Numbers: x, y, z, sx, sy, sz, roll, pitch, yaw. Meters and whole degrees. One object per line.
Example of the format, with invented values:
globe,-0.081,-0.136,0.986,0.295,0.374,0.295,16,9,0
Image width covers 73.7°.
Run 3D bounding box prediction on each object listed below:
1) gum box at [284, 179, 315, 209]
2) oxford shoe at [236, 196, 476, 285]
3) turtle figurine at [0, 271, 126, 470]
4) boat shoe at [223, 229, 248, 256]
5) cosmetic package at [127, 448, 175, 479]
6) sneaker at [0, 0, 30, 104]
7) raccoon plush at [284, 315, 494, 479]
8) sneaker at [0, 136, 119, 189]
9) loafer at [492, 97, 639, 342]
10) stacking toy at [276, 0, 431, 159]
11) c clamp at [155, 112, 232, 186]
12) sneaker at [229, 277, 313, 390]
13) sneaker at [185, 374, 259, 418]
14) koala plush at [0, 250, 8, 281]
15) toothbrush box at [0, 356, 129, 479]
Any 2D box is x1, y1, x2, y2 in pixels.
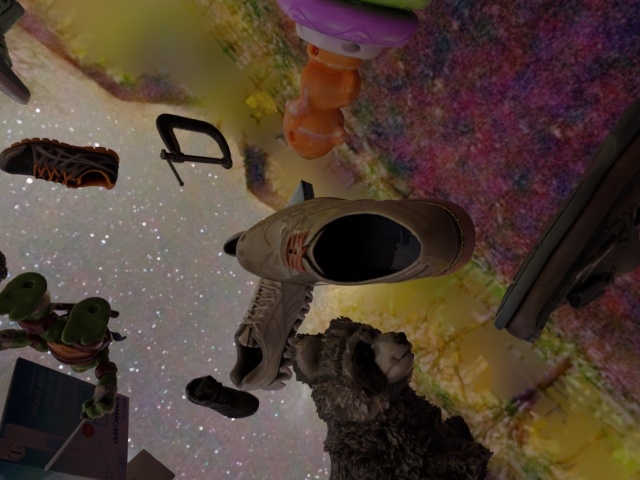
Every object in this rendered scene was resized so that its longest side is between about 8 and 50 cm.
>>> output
gum box,-0.074,-0.055,1.210,0.041,0.184,0.157,20,-148,-23
oxford shoe,0.000,0.000,0.607,0.146,0.396,0.141,-7,-92,-53
turtle figurine,-0.398,0.187,0.620,0.274,0.266,0.198,-29,-110,-39
boat shoe,-0.138,0.003,1.040,0.081,0.227,0.079,-39,-66,-61
cosmetic package,-0.564,0.773,1.213,0.138,0.225,0.224,30,-156,13
sneaker,-0.662,-0.423,0.889,0.256,0.151,0.094,55,155,-18
raccoon plush,0.019,0.330,0.627,0.299,0.446,0.216,38,-175,20
sneaker,-0.513,-0.145,0.851,0.214,0.084,0.083,-5,-118,-32
loafer,0.249,-0.016,0.363,0.084,0.267,0.096,33,163,23
stacking toy,0.026,-0.189,0.283,0.175,0.302,0.165,36,-139,25
c clamp,-0.198,-0.144,0.686,0.137,0.022,0.160,57,-149,9
sneaker,-0.093,0.140,0.794,0.110,0.292,0.118,9,178,36
sneaker,-0.293,0.463,1.258,0.227,0.087,0.130,18,152,1
koala plush,-0.747,0.057,0.788,0.221,0.203,0.196,44,-142,-83
toothbrush box,-0.565,0.415,0.906,0.295,0.126,0.216,51,-169,-43
